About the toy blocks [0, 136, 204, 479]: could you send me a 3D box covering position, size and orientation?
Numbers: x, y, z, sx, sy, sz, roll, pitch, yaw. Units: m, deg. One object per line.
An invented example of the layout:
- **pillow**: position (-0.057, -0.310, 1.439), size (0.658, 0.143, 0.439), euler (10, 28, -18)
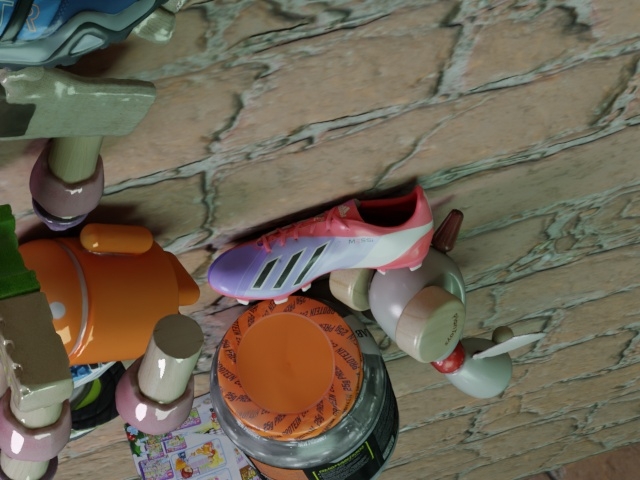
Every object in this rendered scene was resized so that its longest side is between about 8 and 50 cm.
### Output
- **toy blocks**: position (-0.293, 0.072, 1.673), size (0.309, 0.289, 0.260), euler (-14, 156, -23)

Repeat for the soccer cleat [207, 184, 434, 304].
- **soccer cleat**: position (0.000, 0.000, 2.108), size (0.248, 0.083, 0.095), euler (-10, 130, -11)

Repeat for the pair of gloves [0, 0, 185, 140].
- **pair of gloves**: position (-0.212, -0.147, 1.522), size (0.204, 0.042, 0.240), euler (-5, 152, -23)

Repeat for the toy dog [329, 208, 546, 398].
- **toy dog**: position (0.149, 0.065, 2.288), size (0.161, 0.220, 0.333), euler (-52, 166, 0)

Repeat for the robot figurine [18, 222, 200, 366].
- **robot figurine**: position (-0.227, 0.059, 1.949), size (0.219, 0.128, 0.158), euler (-2, 168, -40)

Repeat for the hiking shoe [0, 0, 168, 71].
- **hiking shoe**: position (-0.216, -0.181, 1.317), size (0.304, 0.113, 0.132), euler (-26, 140, -13)

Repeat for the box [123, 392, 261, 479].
- **box**: position (-0.091, 0.288, 2.608), size (0.293, 0.201, 0.057), euler (-20, 161, 6)

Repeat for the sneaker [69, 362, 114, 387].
- **sneaker**: position (-0.289, 0.144, 2.228), size (0.190, 0.071, 0.083), euler (-22, 167, 9)

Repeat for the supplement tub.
- **supplement tub**: position (-0.017, 0.188, 2.389), size (0.207, 0.207, 0.338), euler (-19, 162, 0)

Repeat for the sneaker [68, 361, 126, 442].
- **sneaker**: position (-0.363, 0.216, 2.303), size (0.300, 0.111, 0.121), euler (-14, 165, -9)
